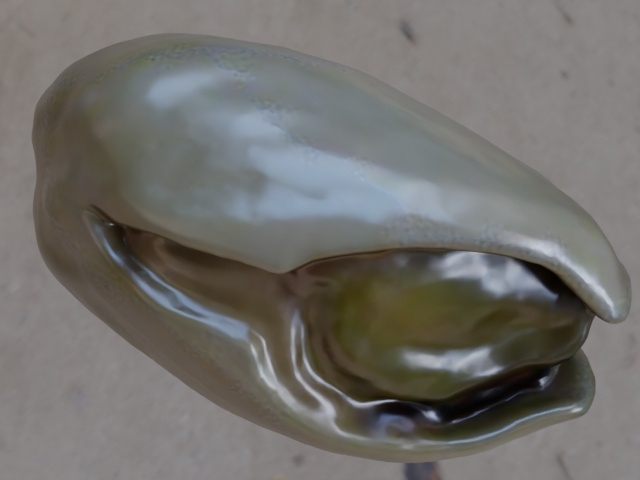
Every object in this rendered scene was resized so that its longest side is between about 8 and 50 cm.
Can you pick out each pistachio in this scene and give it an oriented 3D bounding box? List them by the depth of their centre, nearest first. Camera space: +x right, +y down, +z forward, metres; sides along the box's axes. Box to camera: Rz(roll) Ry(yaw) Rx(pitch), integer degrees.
[{"bbox_3d":[0.000,0.000,0.644,0.237,0.138,0.153,25,37,8],"label":"pistachio"}]
